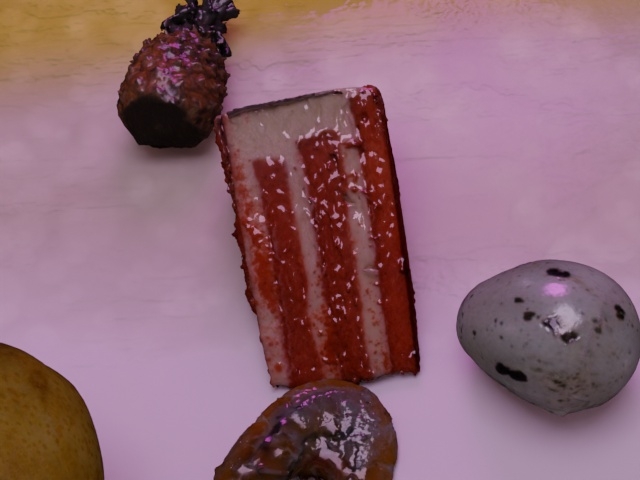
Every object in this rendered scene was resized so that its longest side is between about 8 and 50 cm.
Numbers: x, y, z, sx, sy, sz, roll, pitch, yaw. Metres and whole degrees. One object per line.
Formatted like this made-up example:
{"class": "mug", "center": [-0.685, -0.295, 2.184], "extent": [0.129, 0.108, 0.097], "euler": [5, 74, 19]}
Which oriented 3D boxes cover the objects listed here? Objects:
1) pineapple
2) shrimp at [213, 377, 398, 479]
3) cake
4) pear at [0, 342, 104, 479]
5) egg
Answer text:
{"class": "pineapple", "center": [-0.129, -0.181, 1.776], "extent": [0.108, 0.108, 0.197], "euler": [8, 53, 14]}
{"class": "shrimp", "center": [-0.013, 0.194, 1.542], "extent": [0.187, 0.051, 0.132], "euler": [-41, 60, -20]}
{"class": "cake", "center": [0.000, 0.000, 1.668], "extent": [0.158, 0.159, 0.262], "euler": [-9, 91, 3]}
{"class": "pear", "center": [-0.308, 0.215, 1.430], "extent": [0.304, 0.304, 0.304], "euler": [-4, 57, 6]}
{"class": "egg", "center": [0.191, 0.082, 1.541], "extent": [0.164, 0.131, 0.131], "euler": [2, 55, 38]}
